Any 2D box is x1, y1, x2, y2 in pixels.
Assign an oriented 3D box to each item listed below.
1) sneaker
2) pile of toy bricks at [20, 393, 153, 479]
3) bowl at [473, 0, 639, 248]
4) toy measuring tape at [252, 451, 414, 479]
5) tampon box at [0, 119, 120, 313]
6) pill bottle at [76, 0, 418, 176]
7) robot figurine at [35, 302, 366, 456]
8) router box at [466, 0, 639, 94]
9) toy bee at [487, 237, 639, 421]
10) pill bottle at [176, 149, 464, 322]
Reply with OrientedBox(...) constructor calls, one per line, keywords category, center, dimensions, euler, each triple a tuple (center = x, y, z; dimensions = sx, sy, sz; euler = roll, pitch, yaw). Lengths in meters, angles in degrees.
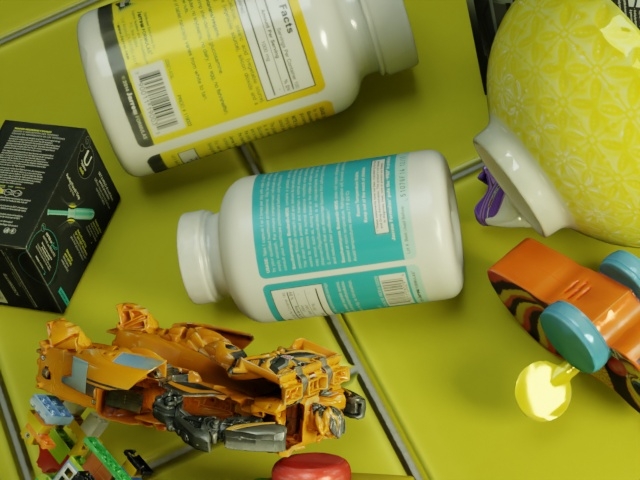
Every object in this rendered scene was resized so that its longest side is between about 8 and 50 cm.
OrientedBox(category="sneaker", center=(0.196, -0.082, 1.640), dimensions=(0.071, 0.068, 0.170), euler=(-6, 41, 37))
OrientedBox(category="pile of toy bricks", center=(-0.221, 0.239, 1.488), dimensions=(0.212, 0.118, 0.105), euler=(45, 106, 29))
OrientedBox(category="bowl", center=(0.235, -0.092, 1.494), dimensions=(0.156, 0.289, 0.289), euler=(-36, 51, 0))
OrientedBox(category="toy measuring tape", center=(0.053, 0.243, 1.380), dimensions=(0.330, 0.121, 0.121), euler=(1, 53, 17))
OrientedBox(category="tampon box", center=(-0.298, -0.026, 1.698), dimensions=(0.101, 0.120, 0.161), euler=(7, 54, 21))
OrientedBox(category="pill bottle", center=(-0.074, -0.202, 1.732), dimensions=(0.334, 0.188, 0.188), euler=(-18, 50, 1))
OrientedBox(category="robot figurine", center=(-0.104, 0.126, 1.481), dimensions=(0.291, 0.085, 0.211), euler=(10, 13, 30))
OrientedBox(category="router box", center=(0.265, -0.259, 1.599), dimensions=(0.243, 0.309, 0.081), euler=(10, 55, 22))
OrientedBox(category="toy bee", center=(0.263, 0.104, 1.434), dimensions=(0.195, 0.162, 0.298), euler=(-28, 25, 3))
OrientedBox(category="pill bottle", center=(0.000, 0.000, 1.574), dimensions=(0.264, 0.146, 0.146), euler=(-7, 51, 10))
